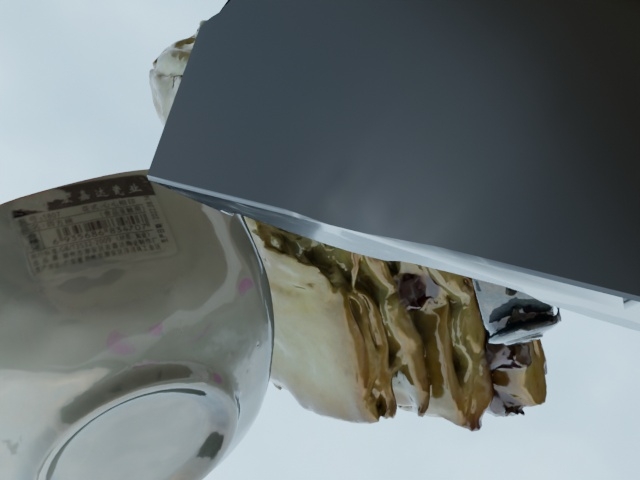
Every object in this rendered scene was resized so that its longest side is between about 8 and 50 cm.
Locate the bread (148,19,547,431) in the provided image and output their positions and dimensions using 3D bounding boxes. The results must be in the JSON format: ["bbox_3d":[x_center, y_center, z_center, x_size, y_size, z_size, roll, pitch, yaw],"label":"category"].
[{"bbox_3d":[0.000,0.000,1.661,0.191,0.370,0.314,-37,-154,-22],"label":"bread"}]

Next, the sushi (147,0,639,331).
[{"bbox_3d":[0.096,-0.058,0.382,0.153,0.172,0.150,15,174,44],"label":"sushi"}]

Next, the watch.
[{"bbox_3d":[0.118,-0.021,1.389,0.206,0.068,0.193,35,-139,-82],"label":"watch"}]

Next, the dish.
[{"bbox_3d":[-0.130,0.085,1.174,0.256,0.256,0.117,3,-138,-41],"label":"dish"}]
